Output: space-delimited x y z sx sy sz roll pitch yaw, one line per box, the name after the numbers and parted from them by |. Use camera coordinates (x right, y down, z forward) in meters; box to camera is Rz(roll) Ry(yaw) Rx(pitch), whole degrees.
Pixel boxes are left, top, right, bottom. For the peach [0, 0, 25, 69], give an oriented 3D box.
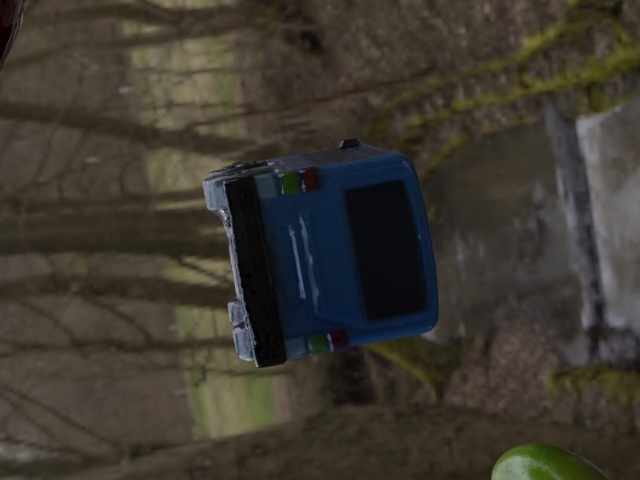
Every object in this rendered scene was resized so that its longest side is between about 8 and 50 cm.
-0.303 -0.138 0.397 0.353 0.416 0.339 -58 -7 -35 | peach

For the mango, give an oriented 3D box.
0.127 0.145 0.732 0.108 0.056 0.073 26 135 58 | mango

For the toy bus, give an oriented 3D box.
0.000 0.000 0.691 0.185 0.106 0.090 -121 20 -83 | toy bus
